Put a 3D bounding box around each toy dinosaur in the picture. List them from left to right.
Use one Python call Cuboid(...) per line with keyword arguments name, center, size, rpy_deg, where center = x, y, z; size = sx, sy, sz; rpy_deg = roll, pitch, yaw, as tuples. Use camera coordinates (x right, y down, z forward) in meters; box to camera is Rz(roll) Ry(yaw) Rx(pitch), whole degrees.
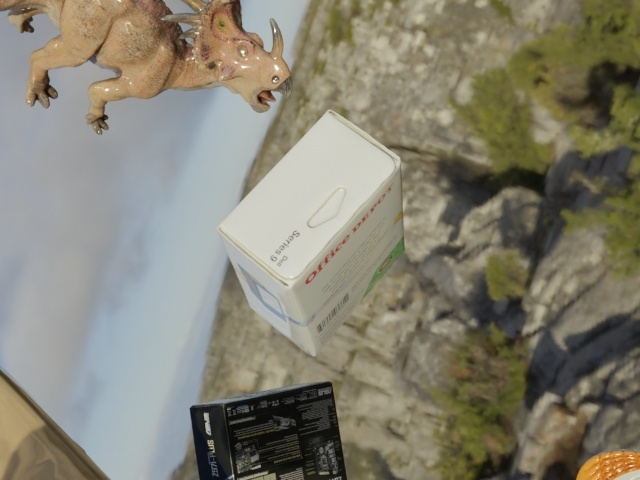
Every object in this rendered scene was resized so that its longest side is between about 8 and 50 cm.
Cuboid(name="toy dinosaur", center=(-0.183, -0.210, 0.974), size=(0.200, 0.295, 0.127), rpy_deg=(-37, 41, 40))

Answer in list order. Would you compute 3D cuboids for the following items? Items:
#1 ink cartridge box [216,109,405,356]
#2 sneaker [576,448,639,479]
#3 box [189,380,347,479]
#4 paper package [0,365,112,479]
Cuboid(name="ink cartridge box", center=(0.000, 0.000, 0.973), size=(0.154, 0.093, 0.212), rpy_deg=(-48, -17, -13))
Cuboid(name="sneaker", center=(0.422, 0.265, 1.155), size=(0.121, 0.262, 0.099), rpy_deg=(40, -135, -67))
Cuboid(name="box", center=(-0.063, 0.265, 1.306), size=(0.077, 0.180, 0.147), rpy_deg=(-14, 84, 48))
Cuboid(name="paper package", center=(-0.360, 0.335, 1.082), size=(0.309, 0.325, 0.168), rpy_deg=(-45, -5, -17))
